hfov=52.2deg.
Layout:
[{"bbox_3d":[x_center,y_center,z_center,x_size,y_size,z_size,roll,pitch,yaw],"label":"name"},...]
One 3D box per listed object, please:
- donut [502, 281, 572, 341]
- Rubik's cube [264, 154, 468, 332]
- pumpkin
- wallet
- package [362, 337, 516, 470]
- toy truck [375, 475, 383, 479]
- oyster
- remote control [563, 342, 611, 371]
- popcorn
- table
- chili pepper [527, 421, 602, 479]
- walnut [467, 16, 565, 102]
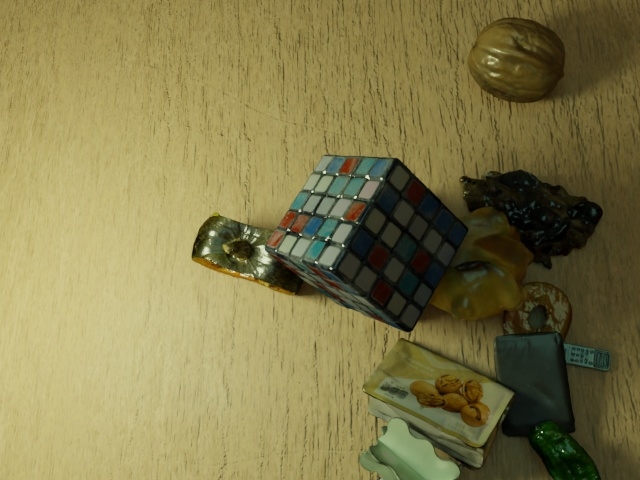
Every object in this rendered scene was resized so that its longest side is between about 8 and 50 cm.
[{"bbox_3d":[0.538,0.193,1.631,0.162,0.065,0.178,30,78,14],"label":"donut"},{"bbox_3d":[0.104,-0.003,1.497,0.292,0.293,0.286,15,70,53],"label":"Rubik's cube"},{"bbox_3d":[-0.190,0.037,1.739,0.317,0.221,0.139,20,75,16],"label":"pumpkin"},{"bbox_3d":[0.509,0.343,1.565,0.169,0.052,0.245,-6,86,14],"label":"wallet"},{"bbox_3d":[0.276,0.405,1.579,0.311,0.164,0.221,23,42,25],"label":"package"},{"bbox_3d":[0.171,0.594,1.580,0.083,0.032,0.024,20,79,14],"label":"toy truck"},{"bbox_3d":[0.546,-0.102,1.718,0.361,0.096,0.221,39,76,18],"label":"oyster"},{"bbox_3d":[0.644,0.284,1.601,0.125,0.018,0.053,10,74,14],"label":"remote control"},{"bbox_3d":[0.384,0.078,1.607,0.316,0.280,0.297,-30,40,-22],"label":"popcorn"},{"bbox_3d":[0.203,0.521,1.513,0.198,0.166,0.166,39,82,11],"label":"table"},{"bbox_3d":[0.572,0.520,1.482,0.099,0.083,0.253,-34,84,6],"label":"chili pepper"},{"bbox_3d":[0.538,-0.492,1.788,0.261,0.225,0.224,21,76,12],"label":"walnut"}]
